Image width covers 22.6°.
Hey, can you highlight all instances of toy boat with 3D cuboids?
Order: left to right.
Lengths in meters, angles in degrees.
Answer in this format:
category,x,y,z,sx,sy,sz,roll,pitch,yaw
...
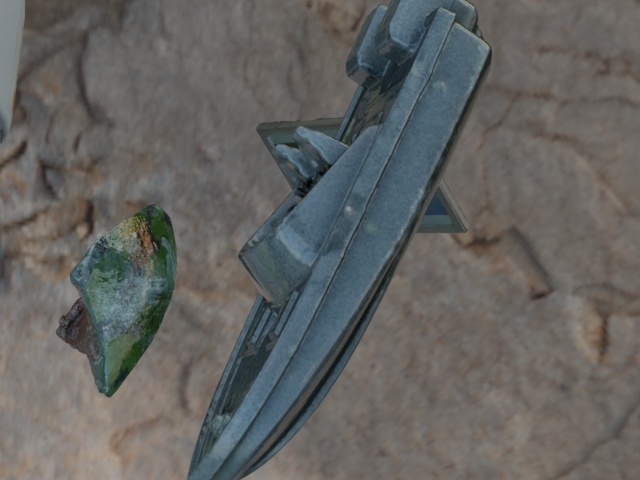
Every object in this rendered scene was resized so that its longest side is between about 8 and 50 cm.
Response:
category,x,y,z,sx,sy,sz,roll,pitch,yaw
toy boat,0.000,0.000,0.935,0.092,0.141,0.319,28,75,-10

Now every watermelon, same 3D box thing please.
category,x,y,z,sx,sy,sz,roll,pitch,yaw
watermelon,-0.163,0.027,1.273,0.080,0.101,0.155,19,57,40

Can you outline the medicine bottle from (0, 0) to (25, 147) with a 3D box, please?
category,x,y,z,sx,sy,sz,roll,pitch,yaw
medicine bottle,-0.360,-0.207,1.553,0.144,0.144,0.252,7,58,-11

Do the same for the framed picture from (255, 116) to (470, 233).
category,x,y,z,sx,sy,sz,roll,pitch,yaw
framed picture,0.030,-0.048,1.189,0.011,0.149,0.109,-53,125,-34
